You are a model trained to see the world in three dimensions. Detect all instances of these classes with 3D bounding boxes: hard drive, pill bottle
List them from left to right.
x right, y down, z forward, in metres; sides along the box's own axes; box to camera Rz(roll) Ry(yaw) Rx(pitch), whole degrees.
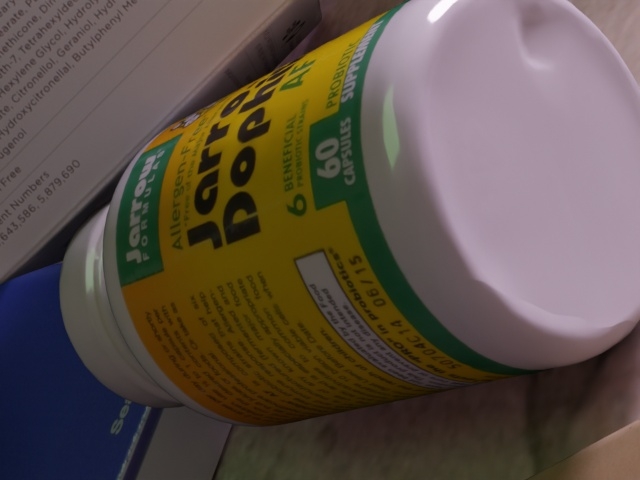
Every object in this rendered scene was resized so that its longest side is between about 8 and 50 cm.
[{"bbox_3d":[-0.155,0.110,0.653,0.318,0.040,0.210,-8,56,54],"label":"hard drive"},{"bbox_3d":[0.000,0.000,0.444,0.208,0.117,0.118,-19,48,48],"label":"pill bottle"}]

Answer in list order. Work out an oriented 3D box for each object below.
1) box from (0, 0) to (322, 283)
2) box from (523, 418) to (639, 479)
[{"bbox_3d":[-0.100,-0.088,0.578,0.182,0.119,0.181,-44,3,2],"label":"box"},{"bbox_3d":[0.106,0.099,0.293,0.201,0.021,0.164,-37,36,33],"label":"box"}]
